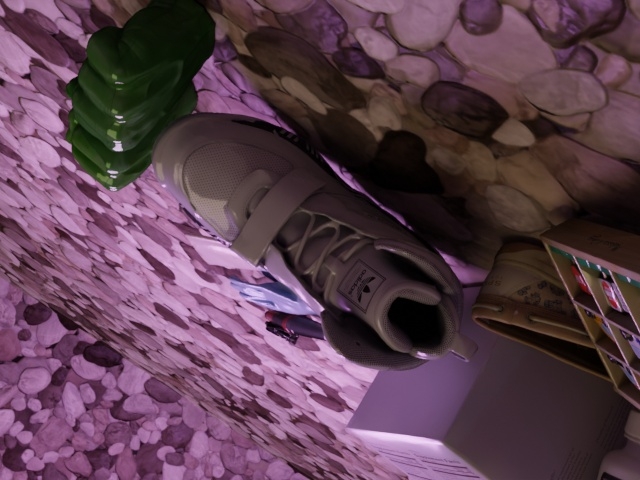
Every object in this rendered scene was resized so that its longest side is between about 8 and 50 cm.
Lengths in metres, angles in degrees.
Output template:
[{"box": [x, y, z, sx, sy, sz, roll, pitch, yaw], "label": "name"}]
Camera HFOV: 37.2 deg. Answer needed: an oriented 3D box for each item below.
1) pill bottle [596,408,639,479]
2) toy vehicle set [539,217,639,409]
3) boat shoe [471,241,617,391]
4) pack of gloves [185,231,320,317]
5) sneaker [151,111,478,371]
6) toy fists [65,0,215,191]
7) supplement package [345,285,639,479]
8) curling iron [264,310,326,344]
[{"box": [0.318, 0.269, 0.927, 0.108, 0.193, 0.108, 15, 179, 0], "label": "pill bottle"}, {"box": [0.252, 0.073, 0.723, 0.166, 0.035, 0.267, 62, -179, -6], "label": "toy vehicle set"}, {"box": [0.280, 0.110, 0.920, 0.285, 0.089, 0.104, 30, 158, 6], "label": "boat shoe"}, {"box": [-0.046, 0.042, 1.322, 0.232, 0.046, 0.195, 8, 150, 27], "label": "pack of gloves"}, {"box": [0.000, 0.000, 0.927, 0.366, 0.137, 0.210, 33, -174, -13], "label": "sneaker"}, {"box": [-0.195, -0.143, 0.975, 0.096, 0.142, 0.279, 35, 158, -4], "label": "toy fists"}, {"box": [0.215, 0.206, 1.065, 0.263, 0.199, 0.198, 40, 158, -18], "label": "supplement package"}, {"box": [-0.027, 0.131, 1.436, 0.068, 0.035, 0.274, 32, 166, -15], "label": "curling iron"}]
